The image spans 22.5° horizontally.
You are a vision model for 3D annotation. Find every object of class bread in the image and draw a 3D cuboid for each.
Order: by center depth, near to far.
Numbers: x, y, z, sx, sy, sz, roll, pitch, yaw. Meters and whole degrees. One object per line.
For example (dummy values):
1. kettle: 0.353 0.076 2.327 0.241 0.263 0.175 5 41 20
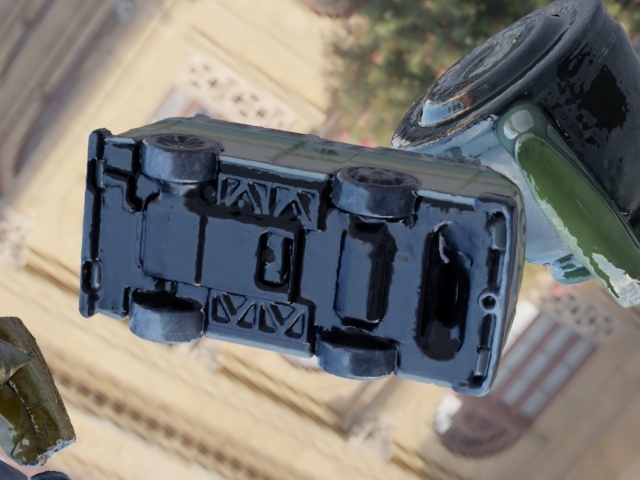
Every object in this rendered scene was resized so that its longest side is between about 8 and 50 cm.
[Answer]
1. bread: -0.253 0.125 1.345 0.132 0.053 0.074 64 -176 4

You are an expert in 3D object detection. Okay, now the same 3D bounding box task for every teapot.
1. teapot: 0.236 -0.078 1.476 0.239 0.239 0.321 50 165 -14

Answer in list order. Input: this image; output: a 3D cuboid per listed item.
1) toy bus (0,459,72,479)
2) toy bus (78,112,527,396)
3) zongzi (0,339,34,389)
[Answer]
1. toy bus: -0.205 0.294 1.353 0.330 0.136 0.109 41 -163 -47
2. toy bus: 0.000 0.000 1.151 0.306 0.143 0.179 10 -164 17
3. zongzi: -0.244 0.122 1.185 0.178 0.081 0.189 4 -160 -44
